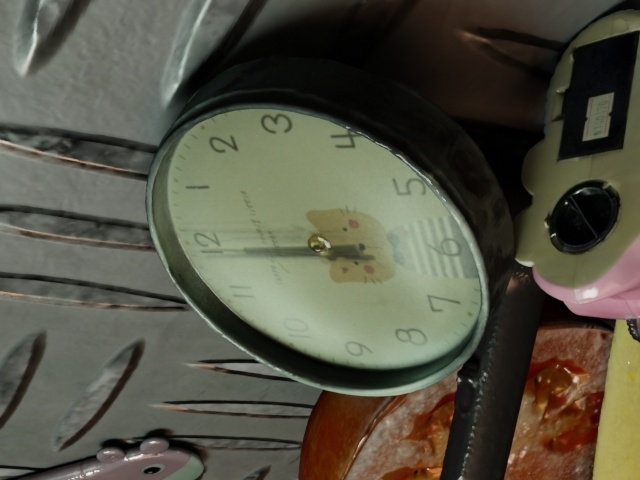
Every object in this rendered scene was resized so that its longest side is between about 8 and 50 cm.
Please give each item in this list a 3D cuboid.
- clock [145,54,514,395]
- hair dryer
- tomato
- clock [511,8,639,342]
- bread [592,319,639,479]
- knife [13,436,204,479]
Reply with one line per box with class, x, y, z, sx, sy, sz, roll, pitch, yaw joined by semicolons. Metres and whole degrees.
clock;0.000;0.000;0.562;0.226;0.049;0.226;15;132;17
hair dryer;0.121;0.063;0.661;0.197;0.251;0.089;5;-175;-23
tomato;0.115;0.163;0.843;0.338;0.143;0.338;-17;129;-22
clock;0.222;-0.020;0.586;0.195;0.194;0.100;29;158;-34
bread;0.286;0.151;0.739;0.163;0.168;0.264;-47;131;-7
knife;-0.320;0.280;1.000;0.399;0.038;0.132;-15;144;6
